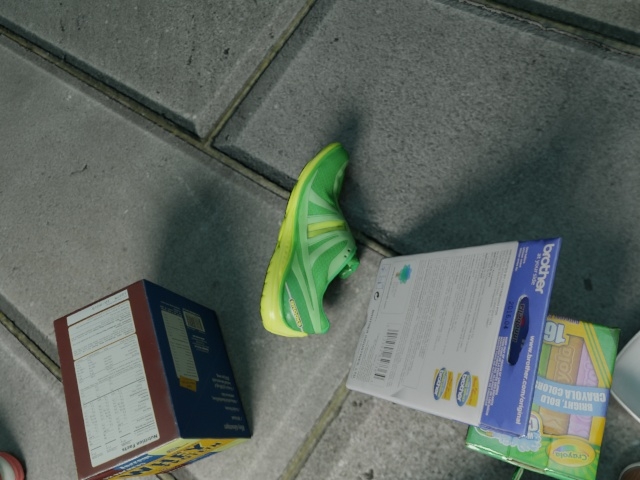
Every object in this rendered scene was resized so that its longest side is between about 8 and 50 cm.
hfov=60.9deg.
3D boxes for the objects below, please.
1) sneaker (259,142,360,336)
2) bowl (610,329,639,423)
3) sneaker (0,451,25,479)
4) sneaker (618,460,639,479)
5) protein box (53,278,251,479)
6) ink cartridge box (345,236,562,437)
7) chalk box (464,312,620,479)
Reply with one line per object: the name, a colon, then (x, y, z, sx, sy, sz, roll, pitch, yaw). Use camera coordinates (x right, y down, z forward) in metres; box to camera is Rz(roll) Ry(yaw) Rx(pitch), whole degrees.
sneaker: (0.000, 0.000, 0.792, 0.124, 0.109, 0.295, 15, 73, -2)
bowl: (0.414, 0.163, 0.620, 0.142, 0.053, 0.142, -44, 66, -2)
sneaker: (-0.494, 0.457, 0.745, 0.116, 0.136, 0.313, -22, 66, 10)
sneaker: (0.461, 0.307, 0.541, 0.290, 0.123, 0.105, 13, 87, 42)
protein box: (-0.215, 0.189, 0.720, 0.136, 0.200, 0.201, -25, 66, 7)
ink cartridge box: (0.145, 0.102, 0.610, 0.065, 0.311, 0.185, 22, 75, -19)
chalk box: (0.243, 0.196, 0.617, 0.132, 0.132, 0.212, 12, 76, 20)
